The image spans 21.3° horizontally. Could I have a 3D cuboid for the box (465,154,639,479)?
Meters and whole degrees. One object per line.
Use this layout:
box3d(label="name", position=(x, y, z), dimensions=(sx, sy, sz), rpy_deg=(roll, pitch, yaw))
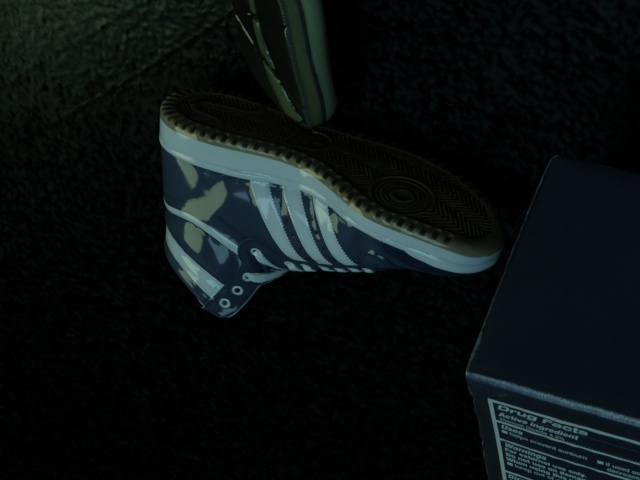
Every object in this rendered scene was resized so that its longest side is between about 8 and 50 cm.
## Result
box3d(label="box", position=(0.270, 0.121, 1.096), dimensions=(0.296, 0.183, 0.294), rpy_deg=(14, 151, 19))

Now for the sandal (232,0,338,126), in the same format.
box3d(label="sandal", position=(-0.015, -0.210, 1.152), dimensions=(0.120, 0.086, 0.303), rpy_deg=(53, 161, 37))

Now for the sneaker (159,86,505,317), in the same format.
box3d(label="sneaker", position=(0.000, 0.000, 1.270), dimensions=(0.282, 0.099, 0.153), rpy_deg=(23, 125, 22))
